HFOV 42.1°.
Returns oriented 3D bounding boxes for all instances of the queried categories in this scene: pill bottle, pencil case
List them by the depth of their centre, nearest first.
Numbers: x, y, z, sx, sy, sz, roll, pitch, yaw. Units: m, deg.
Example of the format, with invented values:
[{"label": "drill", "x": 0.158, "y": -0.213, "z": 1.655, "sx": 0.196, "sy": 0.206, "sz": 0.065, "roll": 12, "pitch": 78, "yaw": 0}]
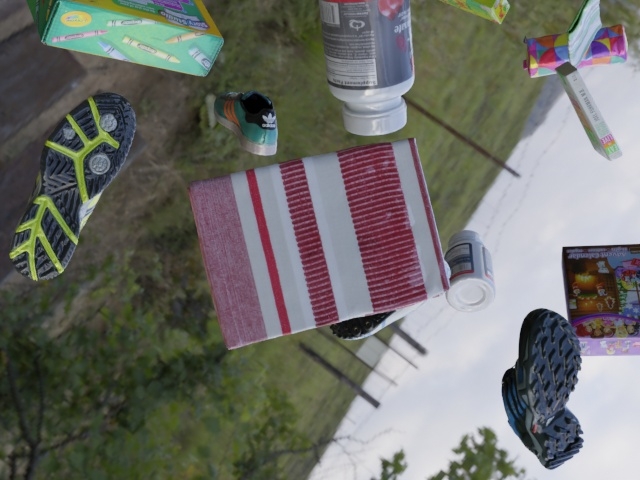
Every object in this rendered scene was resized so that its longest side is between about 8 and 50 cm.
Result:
[{"label": "pill bottle", "x": 0.095, "y": -0.378, "z": 1.643, "sx": 0.176, "sy": 0.177, "sz": 0.318, "roll": -56, "pitch": 144, "yaw": -54}, {"label": "pill bottle", "x": 0.326, "y": 0.063, "z": 1.830, "sx": 0.108, "sy": 0.108, "sz": 0.180, "roll": -50, "pitch": -161, "yaw": 34}, {"label": "pencil case", "x": 0.597, "y": -0.445, "z": 1.957, "sx": 0.237, "sy": 0.104, "sz": 0.104, "roll": -5, "pitch": -161, "yaw": 15}]

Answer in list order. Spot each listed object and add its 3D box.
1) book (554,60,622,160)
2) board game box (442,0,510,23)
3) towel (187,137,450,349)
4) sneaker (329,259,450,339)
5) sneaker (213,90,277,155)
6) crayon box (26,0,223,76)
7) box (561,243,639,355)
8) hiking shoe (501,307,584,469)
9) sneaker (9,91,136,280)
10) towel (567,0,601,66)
[{"label": "book", "x": 0.398, "y": -0.193, "z": 1.229, "sx": 0.035, "sy": 0.144, "sz": 0.096, "roll": -29, "pitch": -167, "yaw": 15}, {"label": "board game box", "x": 0.291, "y": -0.509, "z": 1.706, "sx": 0.043, "sy": 0.181, "sz": 0.092, "roll": -63, "pitch": 157, "yaw": 6}, {"label": "towel", "x": 0.000, "y": 0.000, "z": 1.160, "sx": 0.329, "sy": 0.236, "sz": 0.037, "roll": -13, "pitch": 179, "yaw": -9}, {"label": "sneaker", "x": 0.124, "y": 0.106, "z": 1.448, "sx": 0.237, "sy": 0.085, "sz": 0.086, "roll": -33, "pitch": 152, "yaw": 16}, {"label": "sneaker", "x": -0.175, "y": -0.321, "z": 2.032, "sx": 0.302, "sy": 0.108, "sz": 0.121, "roll": 47, "pitch": -48, "yaw": 49}, {"label": "crayon box", "x": -0.309, "y": -0.360, "z": 1.305, "sx": 0.279, "sy": 0.165, "sz": 0.081, "roll": 4, "pitch": 134, "yaw": -39}, {"label": "box", "x": 0.562, "y": 0.095, "z": 1.388, "sx": 0.057, "sy": 0.294, "sz": 0.200, "roll": 75, "pitch": 17, "yaw": -47}, {"label": "hiking shoe", "x": 0.329, "y": 0.226, "z": 1.309, "sx": 0.113, "sy": 0.304, "sz": 0.132, "roll": -26, "pitch": -147, "yaw": -23}, {"label": "sneaker", "x": -0.485, "y": -0.116, "z": 1.591, "sx": 0.384, "sy": 0.145, "sz": 0.147, "roll": -59, "pitch": -158, "yaw": 2}, {"label": "towel", "x": 0.516, "y": -0.414, "z": 1.619, "sx": 0.113, "sy": 0.023, "sz": 0.152, "roll": -62, "pitch": 158, "yaw": -2}]
